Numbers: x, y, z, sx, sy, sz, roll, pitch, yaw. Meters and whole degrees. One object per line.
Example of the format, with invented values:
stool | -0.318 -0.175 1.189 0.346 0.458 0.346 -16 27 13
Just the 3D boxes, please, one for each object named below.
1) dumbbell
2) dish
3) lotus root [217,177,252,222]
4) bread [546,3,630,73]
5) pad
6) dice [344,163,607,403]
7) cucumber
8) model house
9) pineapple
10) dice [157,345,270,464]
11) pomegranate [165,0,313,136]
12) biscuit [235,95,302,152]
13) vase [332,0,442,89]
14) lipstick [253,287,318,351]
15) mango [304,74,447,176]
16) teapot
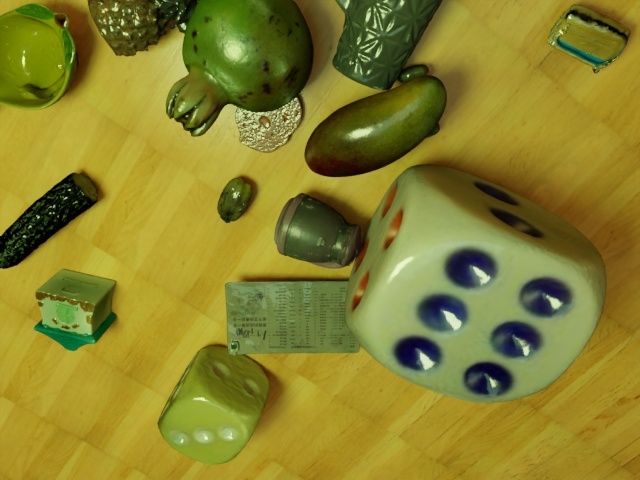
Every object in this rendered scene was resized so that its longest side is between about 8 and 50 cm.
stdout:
dumbbell | 0.161 -0.226 0.860 0.052 0.046 0.118 -15 112 6
dish | -0.464 -0.302 0.867 0.208 0.080 0.149 -32 104 19
lotus root | -0.159 -0.070 0.958 0.054 0.049 0.099 27 120 -9
bread | 0.409 -0.311 0.797 0.106 0.053 0.072 25 137 -3
pad | -0.052 0.153 1.020 0.265 0.009 0.159 0 109 -2
dice | 0.227 0.057 0.839 0.304 0.304 0.277 23 115 -5
cucumber | -0.541 -0.026 1.000 0.300 0.072 0.072 -34 107 18
model house | -0.494 0.151 1.061 0.127 0.100 0.149 13 116 0
pineapple | -0.234 -0.377 0.803 0.237 0.111 0.119 -23 142 5
dice | -0.217 0.335 1.077 0.169 0.169 0.166 31 112 -9
pomegranate | -0.107 -0.260 0.759 0.159 0.241 0.190 39 141 6
biscuit | -0.090 -0.211 0.904 0.102 0.019 0.130 40 111 -13
vase | 0.107 -0.380 0.749 0.251 0.156 0.301 20 120 -7
lipstick | -0.067 0.156 1.050 0.048 0.048 0.158 -35 107 18
mango | 0.077 -0.169 0.826 0.267 0.111 0.133 -23 154 35
teapot | -0.003 0.003 0.928 0.146 0.116 0.148 21 121 10
